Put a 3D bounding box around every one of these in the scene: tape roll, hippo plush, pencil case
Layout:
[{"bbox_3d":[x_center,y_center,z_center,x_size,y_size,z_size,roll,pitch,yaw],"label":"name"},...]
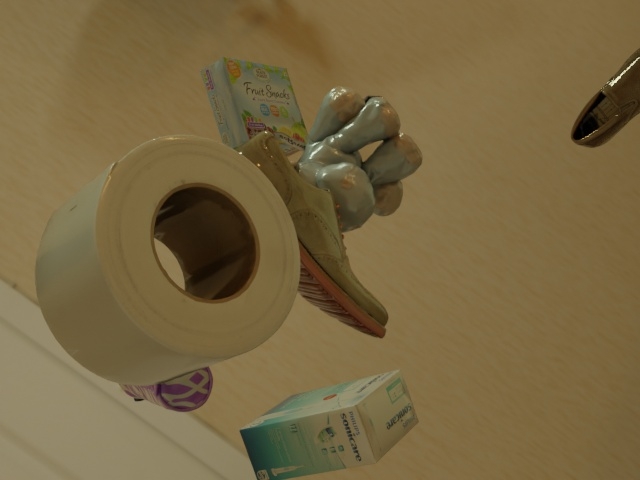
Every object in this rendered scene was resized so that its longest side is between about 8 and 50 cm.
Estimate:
[{"bbox_3d":[-0.166,0.026,0.970,0.169,0.246,0.246,-25,25,48],"label":"tape roll"},{"bbox_3d":[0.012,-0.132,1.527,0.236,0.294,0.234,-46,-37,-59],"label":"hippo plush"},{"bbox_3d":[-0.227,0.193,1.248,0.206,0.088,0.086,-9,77,59],"label":"pencil case"}]

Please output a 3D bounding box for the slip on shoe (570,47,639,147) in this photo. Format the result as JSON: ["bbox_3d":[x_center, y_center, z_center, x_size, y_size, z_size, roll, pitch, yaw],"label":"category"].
[{"bbox_3d":[0.307,-0.148,0.901,0.041,0.051,0.135,-9,-31,-45],"label":"slip on shoe"}]

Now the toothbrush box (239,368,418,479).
[{"bbox_3d":[0.020,0.383,1.815,0.296,0.126,0.216,-18,2,32],"label":"toothbrush box"}]

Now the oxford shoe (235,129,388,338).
[{"bbox_3d":[0.000,0.000,1.375,0.146,0.397,0.140,-51,29,-18],"label":"oxford shoe"}]

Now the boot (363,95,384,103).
[{"bbox_3d":[0.084,-0.288,2.010,0.190,0.069,0.086,-24,-33,-59],"label":"boot"}]

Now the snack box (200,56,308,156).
[{"bbox_3d":[-0.123,-0.256,1.719,0.070,0.174,0.207,-22,-10,31],"label":"snack box"}]
